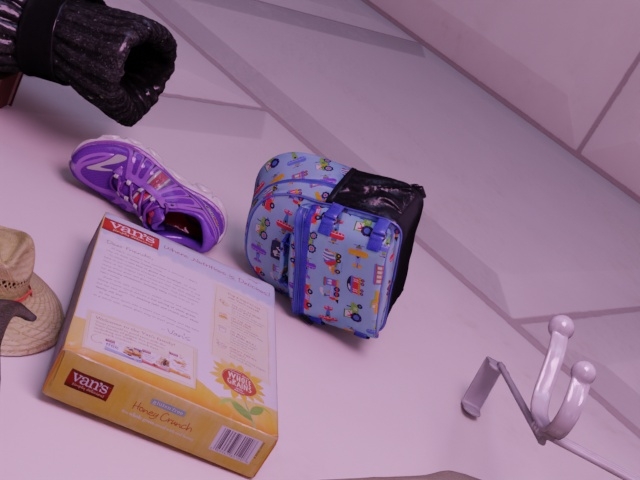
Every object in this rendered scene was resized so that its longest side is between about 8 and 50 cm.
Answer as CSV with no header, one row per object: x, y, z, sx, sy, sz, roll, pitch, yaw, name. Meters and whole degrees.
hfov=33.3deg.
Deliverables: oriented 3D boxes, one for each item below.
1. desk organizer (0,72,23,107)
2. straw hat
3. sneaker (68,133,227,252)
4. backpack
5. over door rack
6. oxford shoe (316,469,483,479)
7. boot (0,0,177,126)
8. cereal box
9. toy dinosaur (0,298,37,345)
-0.384,-0.186,1.123,0.130,0.047,0.050,29,24,0,desk organizer
-0.249,0.019,0.817,0.144,0.061,0.144,26,22,-11,straw hat
-0.169,-0.045,1.053,0.170,0.068,0.071,27,27,-7,sneaker
0.000,0.000,1.052,0.173,0.158,0.117,20,38,12,backpack
0.270,0.163,0.916,0.239,0.108,0.324,29,-6,0,over door rack
0.149,0.222,0.765,0.397,0.140,0.146,18,15,-35,oxford shoe
-0.306,-0.201,1.025,0.260,0.131,0.348,33,26,7,boot
-0.119,0.075,0.871,0.173,0.047,0.240,25,21,-14,cereal box
-0.256,0.115,0.570,0.160,0.121,0.313,47,20,11,toy dinosaur
